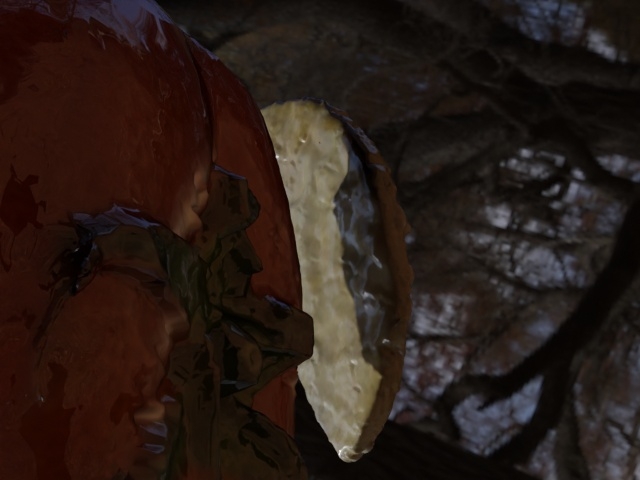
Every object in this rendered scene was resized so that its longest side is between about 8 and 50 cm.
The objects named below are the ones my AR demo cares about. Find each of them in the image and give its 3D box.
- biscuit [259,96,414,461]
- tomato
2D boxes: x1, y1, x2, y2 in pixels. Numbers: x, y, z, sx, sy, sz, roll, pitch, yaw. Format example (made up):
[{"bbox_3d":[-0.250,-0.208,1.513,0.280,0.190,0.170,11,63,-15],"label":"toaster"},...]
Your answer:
[{"bbox_3d":[0.000,-0.005,0.653,0.032,0.250,0.133,7,-50,-36],"label":"biscuit"},{"bbox_3d":[-0.151,0.054,0.461,0.341,0.272,0.342,-3,-90,-75],"label":"tomato"}]
